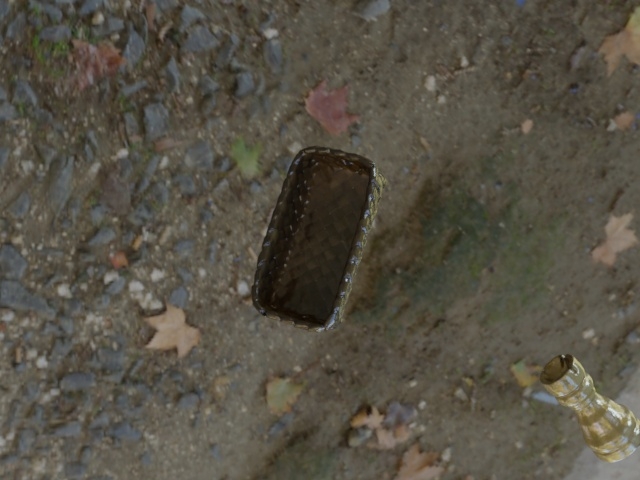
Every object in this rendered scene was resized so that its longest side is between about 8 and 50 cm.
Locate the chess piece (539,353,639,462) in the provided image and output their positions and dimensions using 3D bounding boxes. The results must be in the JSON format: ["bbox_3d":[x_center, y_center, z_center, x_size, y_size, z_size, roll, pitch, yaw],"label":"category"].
[{"bbox_3d":[0.300,0.184,0.948,0.066,0.066,0.122,-41,99,8],"label":"chess piece"}]

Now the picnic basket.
[{"bbox_3d":[0.000,0.000,0.900,0.055,0.110,0.193,35,72,-65],"label":"picnic basket"}]
